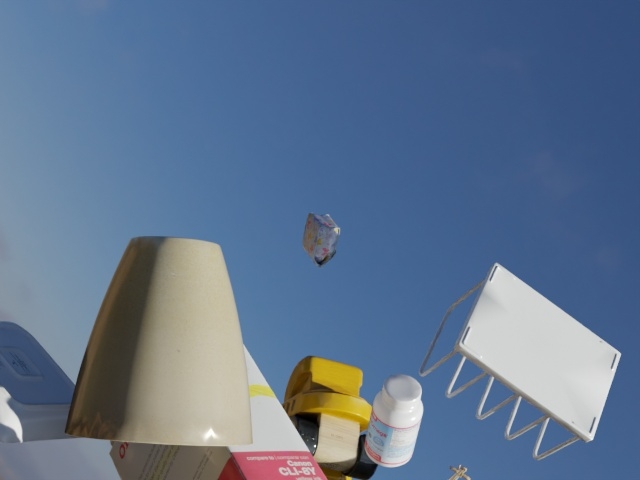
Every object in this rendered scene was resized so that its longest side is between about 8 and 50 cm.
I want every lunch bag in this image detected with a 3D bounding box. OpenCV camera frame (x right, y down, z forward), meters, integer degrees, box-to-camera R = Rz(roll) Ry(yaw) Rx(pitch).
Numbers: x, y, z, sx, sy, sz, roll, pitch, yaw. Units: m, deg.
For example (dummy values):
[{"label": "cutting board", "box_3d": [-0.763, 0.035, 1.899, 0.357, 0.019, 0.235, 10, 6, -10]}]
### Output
[{"label": "lunch bag", "box_3d": [0.000, 0.000, 2.092, 0.071, 0.053, 0.083, -129, -131, -60]}]

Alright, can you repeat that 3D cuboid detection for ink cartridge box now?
[{"label": "ink cartridge box", "box_3d": [-0.171, 0.365, 1.800, 0.384, 0.160, 0.279, 52, -54, 43]}]

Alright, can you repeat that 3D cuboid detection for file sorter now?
[{"label": "file sorter", "box_3d": [0.336, 0.219, 1.956, 0.278, 0.192, 0.173, 36, -38, -7]}]

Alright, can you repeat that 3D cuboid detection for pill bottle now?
[{"label": "pill bottle", "box_3d": [0.129, 0.309, 1.948, 0.087, 0.087, 0.160, 42, -41, 36]}]

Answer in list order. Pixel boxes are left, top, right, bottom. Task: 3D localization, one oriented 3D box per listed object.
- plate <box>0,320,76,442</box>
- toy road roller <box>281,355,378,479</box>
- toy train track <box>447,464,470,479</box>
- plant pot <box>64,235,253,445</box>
[{"label": "plate", "box_3d": [-0.501, 0.212, 1.836, 0.277, 0.045, 0.278, 45, 10, 21]}, {"label": "toy road roller", "box_3d": [-0.016, 0.389, 2.379, 0.203, 0.240, 0.329, 18, -31, -22]}, {"label": "toy train track", "box_3d": [0.273, 0.469, 2.262, 0.048, 0.083, 0.014, 30, -64, 23]}, {"label": "plant pot", "box_3d": [-0.214, 0.137, 1.565, 0.256, 0.257, 0.273, 158, -64, -73]}]
